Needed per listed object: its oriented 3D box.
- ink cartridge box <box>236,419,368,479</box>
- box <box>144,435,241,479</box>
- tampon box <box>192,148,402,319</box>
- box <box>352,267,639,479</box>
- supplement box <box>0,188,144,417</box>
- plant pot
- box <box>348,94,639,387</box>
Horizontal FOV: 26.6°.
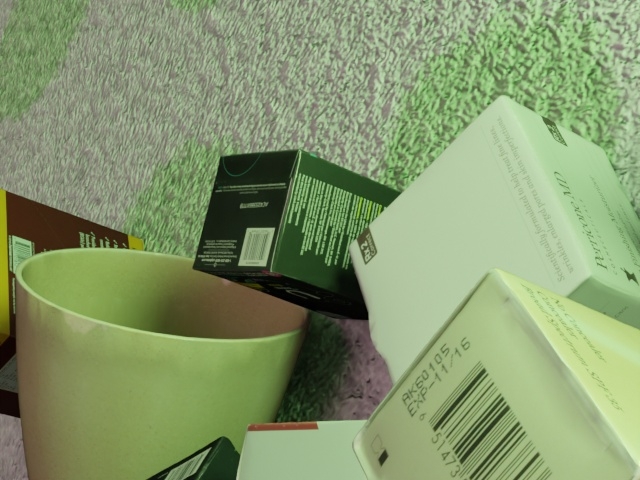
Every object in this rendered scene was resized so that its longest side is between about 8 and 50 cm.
[{"bbox_3d":[0.042,0.206,0.931,0.128,0.176,0.127,-9,63,39],"label":"ink cartridge box"},{"bbox_3d":[-0.129,0.298,1.067,0.261,0.184,0.103,-32,13,29],"label":"box"},{"bbox_3d":[0.000,0.000,1.117,0.120,0.161,0.101,-1,72,54],"label":"tampon box"},{"bbox_3d":[0.185,0.141,0.673,0.121,0.311,0.148,-54,39,19],"label":"box"},{"bbox_3d":[-0.294,0.076,1.431,0.129,0.194,0.191,-42,43,32],"label":"supplement box"},{"bbox_3d":[-0.157,0.172,1.196,0.256,0.256,0.274,30,113,54],"label":"plant pot"},{"bbox_3d":[0.135,0.032,0.961,0.182,0.119,0.181,-45,42,29],"label":"box"}]
